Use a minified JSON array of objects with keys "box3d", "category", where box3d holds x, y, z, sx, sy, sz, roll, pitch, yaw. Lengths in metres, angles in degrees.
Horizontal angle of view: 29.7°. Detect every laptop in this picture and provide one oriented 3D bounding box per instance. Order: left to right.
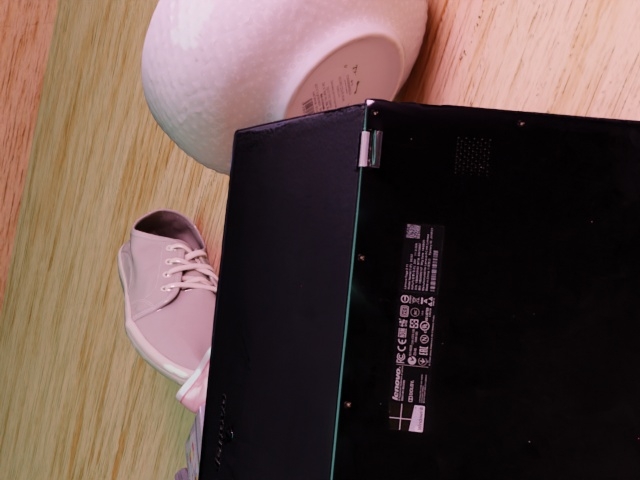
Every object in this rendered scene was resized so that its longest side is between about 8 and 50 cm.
[{"box3d":[0.084,0.085,1.078,0.236,0.408,0.381,35,-120,-83],"category":"laptop"}]

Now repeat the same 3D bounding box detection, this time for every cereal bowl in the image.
[{"box3d":[-0.013,-0.194,1.288,0.141,0.339,0.339,48,132,29],"category":"cereal bowl"}]

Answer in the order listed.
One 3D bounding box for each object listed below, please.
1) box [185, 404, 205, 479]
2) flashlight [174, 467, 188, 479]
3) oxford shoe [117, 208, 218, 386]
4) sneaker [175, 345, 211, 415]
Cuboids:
[{"box3d":[-0.146,0.310,1.591,0.186,0.038,0.145,115,150,-64],"category":"box"},{"box3d":[-0.130,0.458,1.685,0.103,0.103,0.304,-58,42,38],"category":"flashlight"},{"box3d":[-0.212,0.081,1.836,0.130,0.169,0.449,-64,29,19],"category":"oxford shoe"},{"box3d":[-0.132,0.185,1.617,0.070,0.051,0.134,42,108,18],"category":"sneaker"}]
